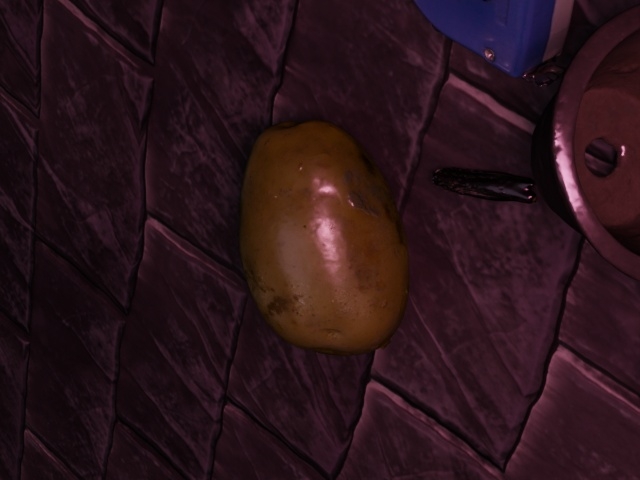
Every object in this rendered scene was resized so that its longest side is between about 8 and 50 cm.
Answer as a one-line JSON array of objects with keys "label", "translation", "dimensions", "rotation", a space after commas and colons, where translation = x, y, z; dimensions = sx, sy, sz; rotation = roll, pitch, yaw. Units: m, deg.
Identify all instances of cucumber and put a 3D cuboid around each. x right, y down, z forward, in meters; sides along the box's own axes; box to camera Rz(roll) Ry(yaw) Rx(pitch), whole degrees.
[{"label": "cucumber", "translation": [0.190, -0.064, 1.576], "dimensions": [0.135, 0.034, 0.033], "rotation": [12, 114, 43]}]

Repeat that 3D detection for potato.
[{"label": "potato", "translation": [0.000, 0.001, 1.688], "dimensions": [0.216, 0.216, 0.304], "rotation": [3, 115, 47]}]

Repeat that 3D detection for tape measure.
[{"label": "tape measure", "translation": [0.181, -0.344, 1.353], "dimensions": [0.215, 0.098, 0.351], "rotation": [37, 140, 31]}]

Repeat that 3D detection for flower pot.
[{"label": "flower pot", "translation": [0.307, -0.088, 1.304], "dimensions": [0.269, 0.269, 0.166], "rotation": [69, 161, -7]}]
